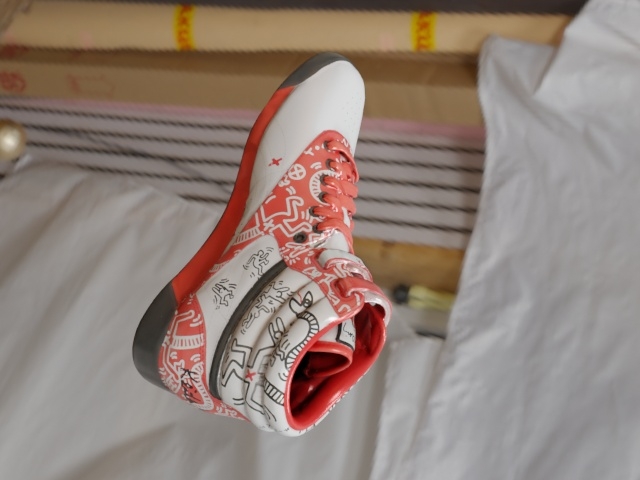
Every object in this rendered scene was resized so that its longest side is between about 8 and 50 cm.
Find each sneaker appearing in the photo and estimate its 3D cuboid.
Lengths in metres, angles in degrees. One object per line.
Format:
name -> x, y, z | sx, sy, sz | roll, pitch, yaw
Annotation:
sneaker -> 0.000, 0.001, 0.764 | 0.145, 0.270, 0.090 | 18, 160, 35
